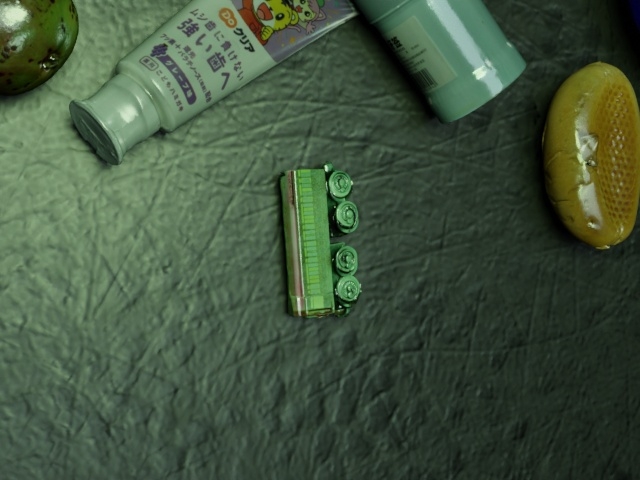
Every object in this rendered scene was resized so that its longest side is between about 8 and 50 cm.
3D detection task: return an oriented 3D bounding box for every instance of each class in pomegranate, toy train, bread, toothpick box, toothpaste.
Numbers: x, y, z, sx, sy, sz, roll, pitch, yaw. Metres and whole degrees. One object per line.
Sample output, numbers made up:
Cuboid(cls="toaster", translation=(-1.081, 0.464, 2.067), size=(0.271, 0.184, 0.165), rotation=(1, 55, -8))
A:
Cuboid(cls="pomegranate", translation=(-0.264, -0.184, 0.785), size=(0.142, 0.114, 0.114), rotation=(39, 76, 14))
Cuboid(cls="toy train", translation=(0.000, 0.000, 0.908), size=(0.071, 0.038, 0.147), rotation=(-4, 90, -20))
Cuboid(cls="bread", translation=(0.273, -0.085, 0.985), size=(0.114, 0.077, 0.189), rotation=(5, 87, -39))
Cuboid(cls="toothpick box", translation=(0.110, -0.199, 0.915), size=(0.101, 0.101, 0.153), rotation=(-40, 103, -15))
Cuboid(cls="toothpaste", translation=(-0.086, -0.179, 0.869), size=(0.299, 0.073, 0.114), rotation=(-42, 103, -23))

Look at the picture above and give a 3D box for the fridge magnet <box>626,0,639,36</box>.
Cuboid(cls="fridge magnet", translation=(0.425, -0.276, 1.018), size=(0.266, 0.113, 0.265), rotation=(0, 89, -19))
